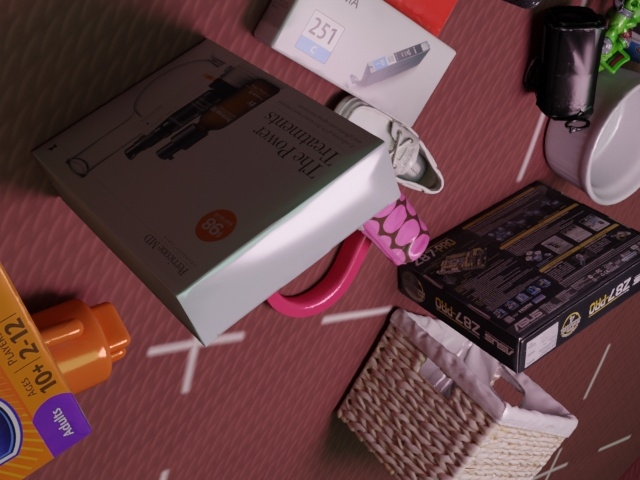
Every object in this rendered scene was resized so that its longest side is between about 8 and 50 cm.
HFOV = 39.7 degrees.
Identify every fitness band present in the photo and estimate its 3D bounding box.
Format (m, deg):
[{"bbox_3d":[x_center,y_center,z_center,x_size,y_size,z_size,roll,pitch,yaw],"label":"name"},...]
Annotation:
[{"bbox_3d":[0.000,0.000,1.495,0.209,0.054,0.291,6,114,-48],"label":"fitness band"}]

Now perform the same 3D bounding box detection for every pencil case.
[{"bbox_3d":[0.107,-0.031,1.467,0.209,0.095,0.098,41,51,-50],"label":"pencil case"}]

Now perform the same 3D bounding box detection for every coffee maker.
[{"bbox_3d":[0.460,-0.316,1.601,0.120,0.171,0.178,-14,127,-15],"label":"coffee maker"}]

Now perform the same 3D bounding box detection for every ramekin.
[{"bbox_3d":[0.588,-0.223,1.811,0.277,0.135,0.277,-23,131,-29],"label":"ramekin"}]

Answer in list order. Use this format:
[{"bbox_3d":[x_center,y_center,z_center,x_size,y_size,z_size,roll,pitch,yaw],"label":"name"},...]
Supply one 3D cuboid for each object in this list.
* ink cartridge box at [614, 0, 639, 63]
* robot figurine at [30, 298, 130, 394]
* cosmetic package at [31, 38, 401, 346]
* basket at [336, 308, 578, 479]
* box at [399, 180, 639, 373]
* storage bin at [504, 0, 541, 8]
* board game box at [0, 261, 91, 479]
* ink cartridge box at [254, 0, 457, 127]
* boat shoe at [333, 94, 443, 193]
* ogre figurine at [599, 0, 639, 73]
[{"bbox_3d":[0.680,-0.451,1.667,0.129,0.223,0.307,-46,139,-7],"label":"ink cartridge box"},{"bbox_3d":[-0.372,0.160,1.203,0.219,0.158,0.128,-21,109,-32],"label":"robot figurine"},{"bbox_3d":[-0.136,-0.080,1.058,0.284,0.377,0.097,-39,137,-16],"label":"cosmetic package"},{"bbox_3d":[0.274,0.350,1.788,0.331,0.328,0.266,18,108,-48],"label":"basket"},{"bbox_3d":[0.398,0.053,1.691,0.395,0.318,0.097,-29,133,-27],"label":"box"},{"bbox_3d":[0.331,-0.475,1.405,0.180,0.122,0.084,-54,139,2],"label":"storage bin"},{"bbox_3d":[-0.503,0.076,0.846,0.356,0.356,0.356,-32,135,-22],"label":"board game box"},{"bbox_3d":[0.086,-0.340,1.288,0.296,0.066,0.261,22,102,-39],"label":"ink cartridge box"},{"bbox_3d":[0.123,-0.153,1.461,0.277,0.096,0.098,26,99,-49],"label":"boat shoe"},{"bbox_3d":[0.555,-0.385,1.678,0.097,0.197,0.118,37,88,-6],"label":"ogre figurine"}]
